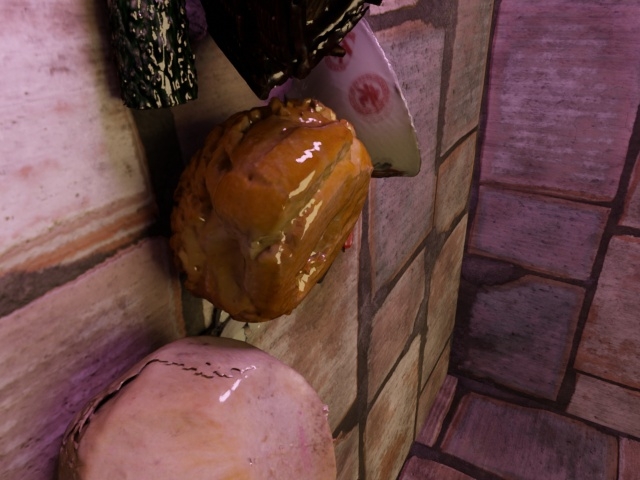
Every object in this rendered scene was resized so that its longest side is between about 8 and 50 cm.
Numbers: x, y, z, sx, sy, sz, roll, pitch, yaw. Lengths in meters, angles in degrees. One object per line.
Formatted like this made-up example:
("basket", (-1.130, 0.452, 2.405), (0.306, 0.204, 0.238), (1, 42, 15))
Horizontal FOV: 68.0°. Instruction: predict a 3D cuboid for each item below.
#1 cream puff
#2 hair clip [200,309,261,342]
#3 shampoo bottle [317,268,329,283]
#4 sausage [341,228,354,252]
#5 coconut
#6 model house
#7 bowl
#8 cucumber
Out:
("cream puff", (-0.083, -0.050, 0.686), (0.327, 0.231, 0.343), (-55, 166, -9))
("hair clip", (-0.149, 0.144, 0.883), (0.220, 0.054, 0.140), (-48, 137, -46))
("shampoo bottle", (0.000, 0.000, 1.058), (0.246, 0.080, 0.079), (-59, 147, -29))
("sausage", (0.067, -0.036, 1.204), (0.048, 0.050, 0.145), (-25, 125, -50))
("coconut", (-0.167, 0.307, 0.652), (0.352, 0.352, 0.353), (-36, 133, -51))
("model house", (-0.012, -0.305, 0.579), (0.297, 0.317, 0.283), (-3, 135, -48))
("bowl", (0.035, -0.233, 0.872), (0.157, 0.337, 0.337), (-28, 142, 0))
("cucumber", (-0.197, -0.331, 0.511), (0.096, 0.096, 0.360), (-36, 133, -51))
